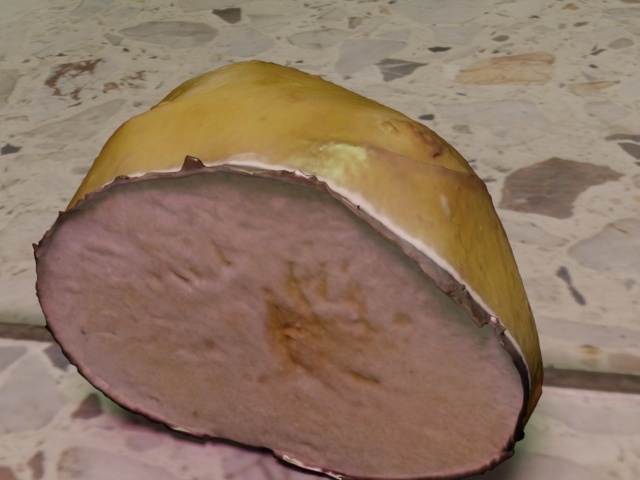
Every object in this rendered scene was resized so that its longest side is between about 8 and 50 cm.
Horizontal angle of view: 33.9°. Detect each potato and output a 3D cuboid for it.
[{"bbox_3d":[0.000,0.000,0.638,0.299,0.246,0.196,12,45,20],"label":"potato"}]
